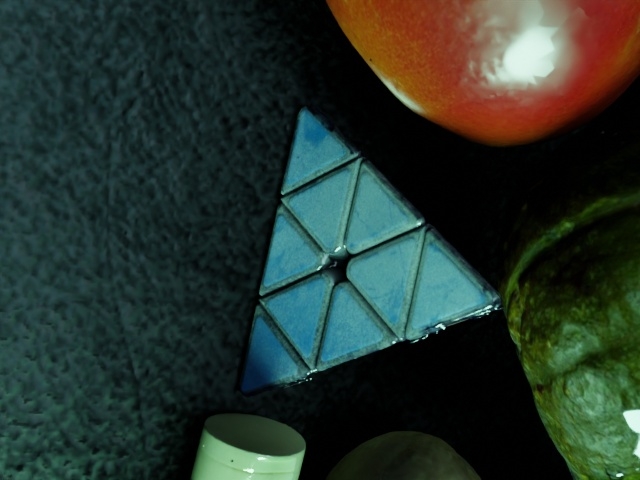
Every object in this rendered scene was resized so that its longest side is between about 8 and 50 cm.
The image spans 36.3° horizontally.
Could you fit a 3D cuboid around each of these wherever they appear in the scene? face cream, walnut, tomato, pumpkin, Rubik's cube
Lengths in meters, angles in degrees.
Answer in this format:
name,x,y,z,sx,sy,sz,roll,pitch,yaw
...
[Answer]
name,x,y,z,sx,sy,sz,roll,pitch,yaw
face cream,-0.067,0.234,0.662,0.114,0.070,0.224,9,100,-30
walnut,0.051,0.214,0.679,0.140,0.140,0.162,34,60,-28
tomato,0.133,-0.210,0.625,0.299,0.226,0.298,-5,101,-26
pumpkin,0.239,0.063,0.634,0.192,0.320,0.320,-27,114,19
Rubik's cube,0.000,0.000,0.671,0.191,0.211,0.178,-25,85,0
